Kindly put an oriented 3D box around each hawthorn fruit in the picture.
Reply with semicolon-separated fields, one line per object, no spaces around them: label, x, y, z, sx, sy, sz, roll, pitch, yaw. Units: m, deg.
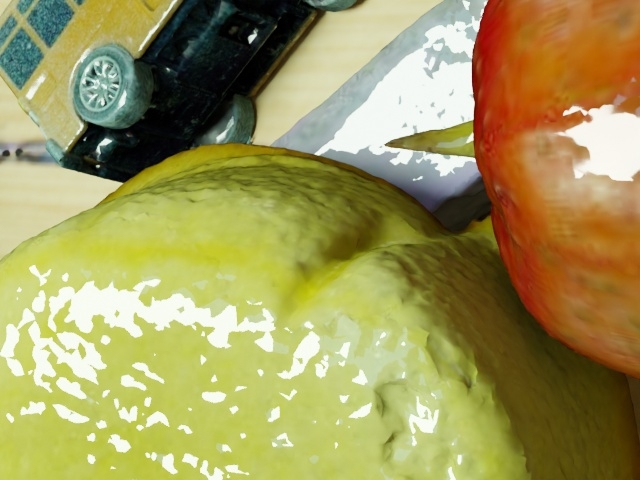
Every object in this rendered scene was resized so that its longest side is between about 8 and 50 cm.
hawthorn fruit;0.120;-0.033;0.616;0.200;0.179;0.179;-7;75;19

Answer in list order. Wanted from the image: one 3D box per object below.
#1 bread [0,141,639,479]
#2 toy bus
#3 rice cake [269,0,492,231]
bread;-0.020;0.098;0.696;0.270;0.148;0.270;4;100;23
toy bus;-0.052;-0.118;0.830;0.182;0.091;0.103;-51;57;18
rice cake;0.000;0.000;0.781;0.399;0.064;0.070;-40;70;22
